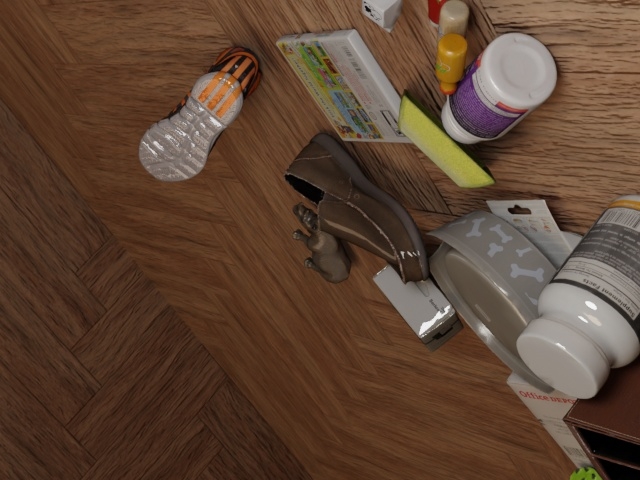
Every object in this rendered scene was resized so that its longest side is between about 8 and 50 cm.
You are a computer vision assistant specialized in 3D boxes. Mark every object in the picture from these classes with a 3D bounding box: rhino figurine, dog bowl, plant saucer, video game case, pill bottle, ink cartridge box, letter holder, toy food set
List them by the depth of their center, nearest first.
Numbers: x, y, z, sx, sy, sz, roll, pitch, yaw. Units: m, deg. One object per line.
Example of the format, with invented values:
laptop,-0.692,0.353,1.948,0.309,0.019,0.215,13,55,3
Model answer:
toy food set,0.126,-0.314,1.613,0.232,0.111,0.104,39,160,19
pill bottle,0.241,-0.204,1.631,0.108,0.108,0.193,42,158,-2
pill bottle,0.410,0.080,1.655,0.162,0.278,0.162,35,158,16
letter holder,0.536,0.213,1.664,0.214,0.302,0.152,9,141,53
plant saucer,0.182,-0.149,1.790,0.188,0.045,0.188,43,-169,-4
ink cartridge box,0.367,-0.006,1.895,0.145,0.045,0.179,2,129,59
video game case,0.048,-0.256,1.961,0.206,0.026,0.227,8,142,53
dog bowl,0.319,0.095,1.967,0.349,0.102,0.349,50,171,11
ink cartridge box,0.510,0.319,2.145,0.283,0.117,0.207,49,157,-20
ink cartridge box,0.189,0.120,2.224,0.153,0.087,0.208,52,180,18
rhino figurine,0.000,0.000,2.450,0.106,0.073,0.243,28,153,38

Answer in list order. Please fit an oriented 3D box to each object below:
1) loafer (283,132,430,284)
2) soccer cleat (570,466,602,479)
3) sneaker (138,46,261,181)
loafer,0.061,-0.037,2.094,0.366,0.130,0.134,48,166,34
soccer cleat,0.534,0.459,2.144,0.072,0.060,0.179,34,162,-26
sneaker,-0.207,-0.238,2.171,0.124,0.180,0.321,45,131,-10
